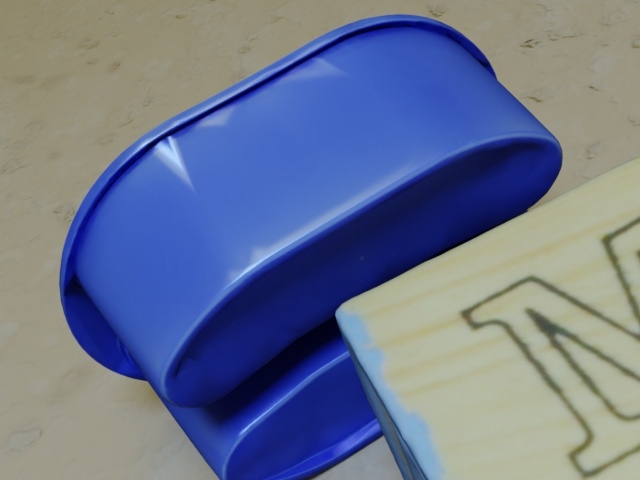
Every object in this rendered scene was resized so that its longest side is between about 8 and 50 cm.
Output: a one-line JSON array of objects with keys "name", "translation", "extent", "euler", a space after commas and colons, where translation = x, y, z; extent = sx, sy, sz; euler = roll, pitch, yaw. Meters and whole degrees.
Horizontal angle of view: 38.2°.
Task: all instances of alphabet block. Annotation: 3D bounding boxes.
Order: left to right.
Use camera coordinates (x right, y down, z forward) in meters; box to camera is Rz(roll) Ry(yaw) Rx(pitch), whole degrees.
[{"name": "alphabet block", "translation": [0.148, 0.106, 0.489], "extent": [0.197, 0.192, 0.193], "euler": [-27, 45, -4]}]

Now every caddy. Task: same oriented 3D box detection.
[{"name": "caddy", "translation": [0.000, 0.000, 0.617], "extent": [0.341, 0.241, 0.179], "euler": [-30, 48, -10]}]
